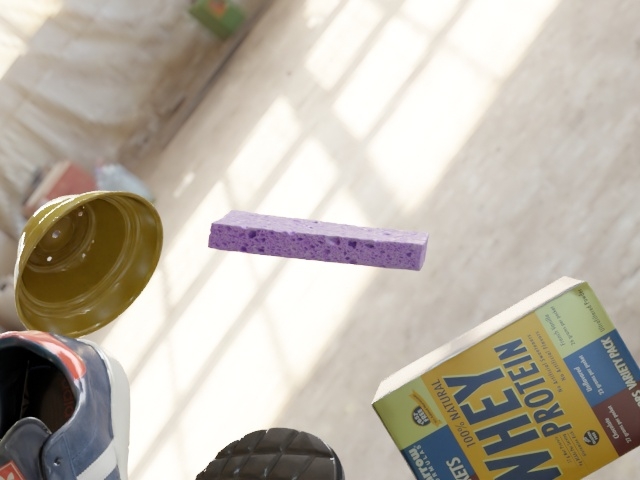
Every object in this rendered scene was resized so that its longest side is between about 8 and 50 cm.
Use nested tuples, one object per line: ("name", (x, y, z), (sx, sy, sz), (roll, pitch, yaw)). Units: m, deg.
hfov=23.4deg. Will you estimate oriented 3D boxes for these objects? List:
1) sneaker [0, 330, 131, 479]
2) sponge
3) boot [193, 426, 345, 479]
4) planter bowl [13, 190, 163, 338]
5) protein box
("sneaker", (-0.223, 0.232, 1.282), (0.131, 0.148, 0.350), (-29, 58, 19))
("sponge", (0.000, 0.000, 1.529), (0.117, 0.210, 0.031), (-39, -45, -80))
("boot", (-0.037, 0.301, 1.106), (0.223, 0.118, 0.338), (24, -94, -62))
("planter bowl", (-0.310, 0.011, 1.927), (0.090, 0.217, 0.217), (38, 91, 34))
("protein box", (0.163, 0.137, 1.302), (0.200, 0.136, 0.201), (-30, -2, 4))
